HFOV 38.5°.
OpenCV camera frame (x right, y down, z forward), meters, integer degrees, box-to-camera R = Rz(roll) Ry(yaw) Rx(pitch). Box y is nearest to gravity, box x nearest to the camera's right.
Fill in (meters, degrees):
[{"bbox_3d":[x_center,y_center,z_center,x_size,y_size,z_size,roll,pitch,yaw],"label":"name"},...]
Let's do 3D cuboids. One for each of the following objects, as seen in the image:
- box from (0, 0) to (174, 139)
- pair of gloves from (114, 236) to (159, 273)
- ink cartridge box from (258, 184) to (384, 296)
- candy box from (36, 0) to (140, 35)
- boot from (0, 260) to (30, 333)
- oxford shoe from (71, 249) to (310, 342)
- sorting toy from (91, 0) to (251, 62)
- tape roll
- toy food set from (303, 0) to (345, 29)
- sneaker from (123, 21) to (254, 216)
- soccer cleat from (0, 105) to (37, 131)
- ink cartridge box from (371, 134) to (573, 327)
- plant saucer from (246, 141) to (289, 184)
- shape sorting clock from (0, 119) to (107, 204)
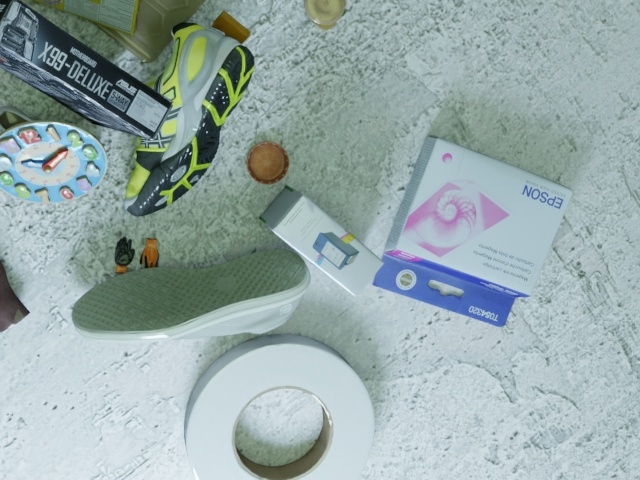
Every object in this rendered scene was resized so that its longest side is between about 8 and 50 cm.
[{"bbox_3d":[-0.426,-0.279,1.492,0.307,0.242,0.076,32,82,-39],"label":"box"},{"bbox_3d":[-0.350,0.030,1.747,0.083,0.010,0.074,4,102,-11],"label":"pair of gloves"},{"bbox_3d":[0.000,0.000,1.747,0.212,0.154,0.093,41,88,-16],"label":"ink cartridge box"},{"bbox_3d":[-0.410,-0.435,1.577,0.206,0.027,0.105,20,135,-3],"label":"candy box"},{"bbox_3d":[-0.678,0.112,1.644,0.248,0.090,0.207,-30,104,-10],"label":"boot"},{"bbox_3d":[-0.237,0.128,1.731,0.449,0.169,0.130,-10,141,-9],"label":"oxford shoe"},{"bbox_3d":[-0.284,-0.418,1.606,0.307,0.041,0.229,37,131,-18],"label":"sorting toy"},{"bbox_3d":[-0.081,0.383,1.852,0.392,0.072,0.392,-3,103,-13],"label":"tape roll"},{"bbox_3d":[0.009,-0.447,1.727,0.083,0.020,0.082,40,90,-17],"label":"toy food set"},{"bbox_3d":[-0.260,-0.213,1.647,0.147,0.145,0.384,38,112,13],"label":"sneaker"},{"bbox_3d":[-0.492,-0.177,1.636,0.196,0.076,0.068,28,94,-17],"label":"soccer cleat"},{"bbox_3d":[0.311,-0.007,1.866,0.324,0.071,0.330,18,95,-16],"label":"ink cartridge box"},{"bbox_3d":[-0.102,-0.150,1.766,0.083,0.013,0.083,-3,102,-12],"label":"plant saucer"},{"bbox_3d":[-0.481,-0.134,1.614,0.206,0.040,0.206,-8,138,-7],"label":"shape sorting clock"}]
